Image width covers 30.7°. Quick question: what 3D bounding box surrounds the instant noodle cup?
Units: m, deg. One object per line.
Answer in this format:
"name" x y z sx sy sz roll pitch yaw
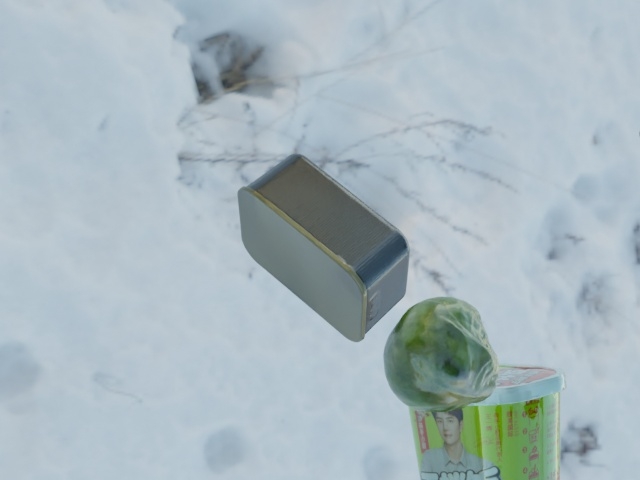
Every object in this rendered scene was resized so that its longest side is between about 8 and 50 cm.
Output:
"instant noodle cup" 0.297 0.389 2.058 0.294 0.294 0.307 -6 92 -48

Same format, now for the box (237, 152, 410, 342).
"box" 0.006 0.004 1.333 0.090 0.201 0.144 -40 153 -23

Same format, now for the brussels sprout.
"brussels sprout" 0.170 0.168 1.668 0.181 0.144 0.161 42 55 -26
